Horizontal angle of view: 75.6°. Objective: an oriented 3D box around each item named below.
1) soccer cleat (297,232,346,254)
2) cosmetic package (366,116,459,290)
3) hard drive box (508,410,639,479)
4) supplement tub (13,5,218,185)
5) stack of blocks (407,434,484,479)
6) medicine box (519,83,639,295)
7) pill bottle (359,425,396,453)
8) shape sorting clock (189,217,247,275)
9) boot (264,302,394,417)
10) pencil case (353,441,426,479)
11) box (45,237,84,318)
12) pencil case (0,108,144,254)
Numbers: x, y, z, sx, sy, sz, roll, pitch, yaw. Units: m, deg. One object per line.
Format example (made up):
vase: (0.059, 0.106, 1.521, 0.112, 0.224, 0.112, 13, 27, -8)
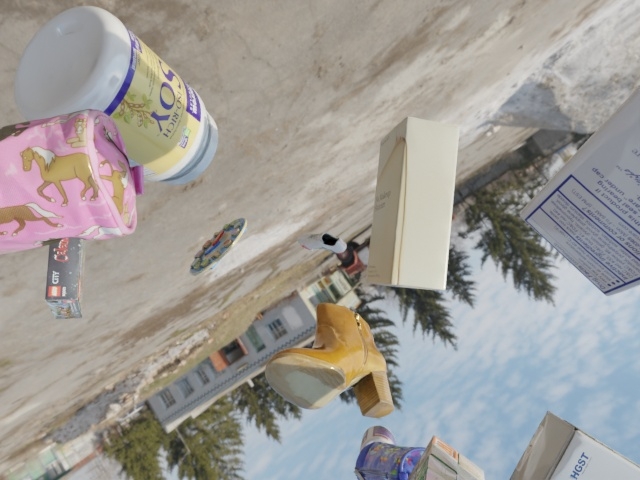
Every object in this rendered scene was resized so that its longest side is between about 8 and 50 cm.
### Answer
soccer cleat: (0.000, 0.000, 0.618, 0.029, 0.083, 0.036, -64, 149, -23)
cosmetic package: (0.177, -0.062, 0.816, 0.113, 0.310, 0.160, 7, 174, -10)
hard drive box: (0.351, 0.354, 0.486, 0.181, 0.232, 0.089, -58, 167, -3)
supplement tub: (-0.387, -0.265, 0.845, 0.241, 0.241, 0.331, -35, 158, 9)
stack of blocks: (0.127, 0.388, 0.517, 0.171, 0.087, 0.297, -60, 160, 4)
medicine box: (0.395, -0.109, 0.416, 0.263, 0.149, 0.289, -38, 162, -11)
pill bottle: (0.178, 0.634, 1.265, 0.108, 0.108, 0.193, -34, 167, 3)
shape sorting clock: (-0.278, 0.012, 1.114, 0.206, 0.040, 0.206, -38, -159, 18)
boot: (0.009, 0.193, 0.755, 0.295, 0.211, 0.104, 32, 115, -34)
pencil case: (0.177, 0.547, 0.974, 0.133, 0.120, 0.306, -4, 157, -18)
box: (-0.436, 0.007, 0.718, 0.044, 0.233, 0.159, 2, 160, -28)
pencil case: (-0.408, -0.042, 0.460, 0.385, 0.167, 0.160, -13, 127, -10)
